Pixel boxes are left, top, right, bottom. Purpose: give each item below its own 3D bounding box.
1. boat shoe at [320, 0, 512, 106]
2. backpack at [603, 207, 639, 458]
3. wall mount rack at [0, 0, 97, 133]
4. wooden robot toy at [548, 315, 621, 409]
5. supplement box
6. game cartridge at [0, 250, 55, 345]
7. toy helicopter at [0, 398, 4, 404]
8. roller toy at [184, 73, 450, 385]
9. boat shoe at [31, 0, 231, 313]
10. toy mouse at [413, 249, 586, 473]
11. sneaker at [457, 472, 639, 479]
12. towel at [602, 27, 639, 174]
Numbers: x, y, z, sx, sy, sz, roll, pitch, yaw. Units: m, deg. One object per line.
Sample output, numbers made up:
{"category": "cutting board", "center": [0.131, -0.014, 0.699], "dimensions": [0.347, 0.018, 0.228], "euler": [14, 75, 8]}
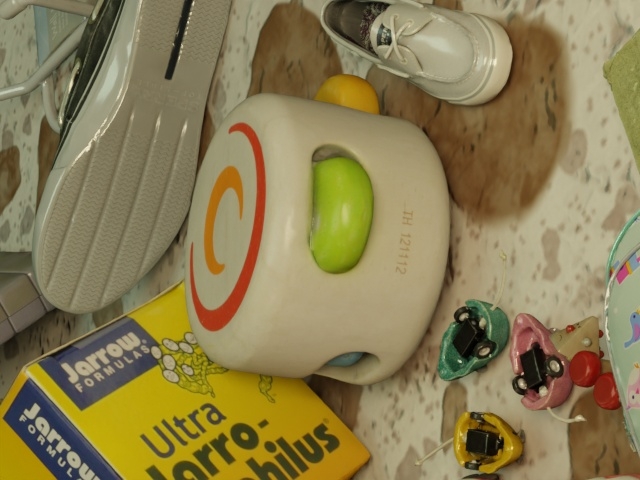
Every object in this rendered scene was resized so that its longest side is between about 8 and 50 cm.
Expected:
{"category": "boat shoe", "center": [0.062, -0.141, 1.332], "dimensions": [0.184, 0.063, 0.066], "euler": [39, 117, 53]}
{"category": "backpack", "center": [0.226, 0.044, 0.966], "dimensions": [0.166, 0.144, 0.188], "euler": [-37, 47, 29]}
{"category": "wall mount rack", "center": [-0.322, -0.256, 1.883], "dimensions": [0.304, 0.130, 0.350], "euler": [-33, 57, 50]}
{"category": "wooden robot toy", "center": [0.198, 0.067, 1.086], "dimensions": [0.173, 0.076, 0.079], "euler": [42, 109, 51]}
{"category": "supplement box", "center": [-0.159, 0.228, 1.425], "dimensions": [0.195, 0.194, 0.356], "euler": [46, 131, 12]}
{"category": "game cartridge", "center": [-0.403, 0.088, 1.878], "dimensions": [0.355, 0.230, 0.068], "euler": [0, 116, 57]}
{"category": "toy helicopter", "center": [-0.362, 0.206, 1.725], "dimensions": [0.355, 0.235, 0.140], "euler": [133, 133, -59]}
{"category": "roller toy", "center": [0.000, 0.000, 1.328], "dimensions": [0.209, 0.146, 0.191], "euler": [-115, 40, -53]}
{"category": "boat shoe", "center": [-0.165, -0.102, 1.649], "dimensions": [0.119, 0.121, 0.335], "euler": [30, 99, 63]}
{"category": "toy mouse", "center": [0.122, 0.078, 1.231], "dimensions": [0.161, 0.031, 0.143], "euler": [-4, 82, 57]}
{"category": "sneaker", "center": [0.082, 0.191, 1.177], "dimensions": [0.314, 0.136, 0.116], "euler": [-23, 65, 54]}
{"category": "towel", "center": [0.220, -0.079, 1.112], "dimensions": [0.110, 0.027, 0.148], "euler": [-49, 45, 40]}
